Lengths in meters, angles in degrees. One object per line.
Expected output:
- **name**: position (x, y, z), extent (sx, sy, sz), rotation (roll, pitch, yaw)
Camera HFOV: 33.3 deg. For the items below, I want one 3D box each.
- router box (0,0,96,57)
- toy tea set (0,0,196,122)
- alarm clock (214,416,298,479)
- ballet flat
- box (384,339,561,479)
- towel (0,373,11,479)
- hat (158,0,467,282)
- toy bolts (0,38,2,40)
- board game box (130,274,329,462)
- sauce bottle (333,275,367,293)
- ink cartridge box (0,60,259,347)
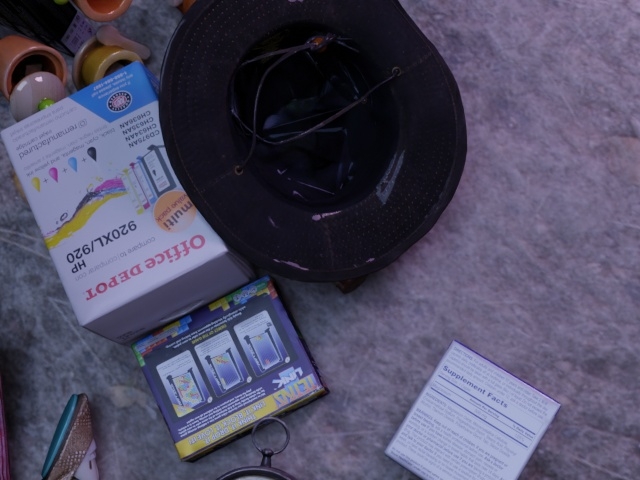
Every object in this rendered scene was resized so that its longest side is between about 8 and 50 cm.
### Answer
- **router box**: position (-0.353, -0.282, 1.231), extent (0.133, 0.179, 0.046), rotation (25, 82, 14)
- **toy tea set**: position (-0.202, -0.240, 1.180), extent (0.124, 0.200, 0.336), rotation (36, 83, 37)
- **alarm clock**: position (-0.061, 0.276, 1.093), extent (0.129, 0.064, 0.192), rotation (8, 83, 6)
- **ballet flat**: position (-0.278, 0.267, 1.145), extent (0.067, 0.073, 0.206), rotation (26, 83, -13)
- **box**: position (0.154, 0.192, 1.081), extent (0.126, 0.072, 0.137), rotation (31, 83, 16)
- **towel**: position (-0.498, 0.185, 1.155), extent (0.329, 0.037, 0.237), rotation (0, 103, 9)
- **hat**: position (-0.021, -0.120, 1.107), extent (0.331, 0.134, 0.331), rotation (-1, 93, -20)
- **toy bolts**: position (-0.497, -0.172, 1.236), extent (0.218, 0.158, 0.228), rotation (9, 77, 11)
- **board game box**: position (-0.097, 0.138, 1.149), extent (0.170, 0.048, 0.141), rotation (-27, 75, 1)
- **sauce bottle**: position (0.000, 0.000, 1.172), extent (0.042, 0.042, 0.128), rotation (-41, 72, -3)
- **ink cartridge box**: position (-0.197, -0.031, 1.145), extent (0.171, 0.168, 0.233), rotation (-27, 75, 2)
